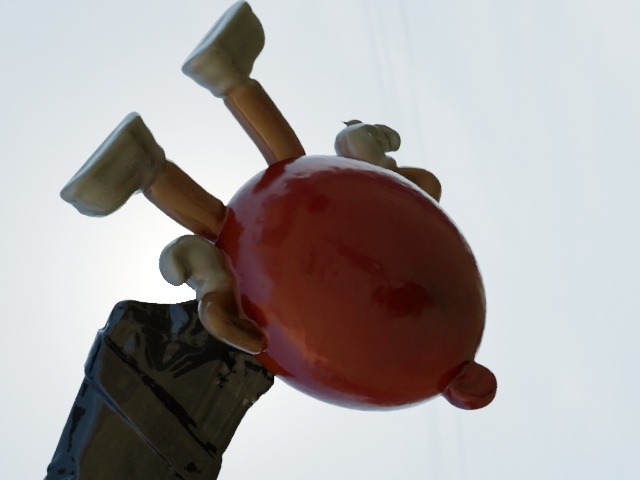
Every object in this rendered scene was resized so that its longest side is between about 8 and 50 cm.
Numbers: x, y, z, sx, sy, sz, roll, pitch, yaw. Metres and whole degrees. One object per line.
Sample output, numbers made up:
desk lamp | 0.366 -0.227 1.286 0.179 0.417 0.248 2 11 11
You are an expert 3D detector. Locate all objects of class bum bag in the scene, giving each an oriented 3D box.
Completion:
bum bag | -0.093 0.116 0.909 0.049 0.087 0.197 143 152 -81

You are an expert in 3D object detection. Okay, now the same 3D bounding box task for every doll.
doll | 0.000 0.000 0.907 0.217 0.085 0.183 39 -131 -1
